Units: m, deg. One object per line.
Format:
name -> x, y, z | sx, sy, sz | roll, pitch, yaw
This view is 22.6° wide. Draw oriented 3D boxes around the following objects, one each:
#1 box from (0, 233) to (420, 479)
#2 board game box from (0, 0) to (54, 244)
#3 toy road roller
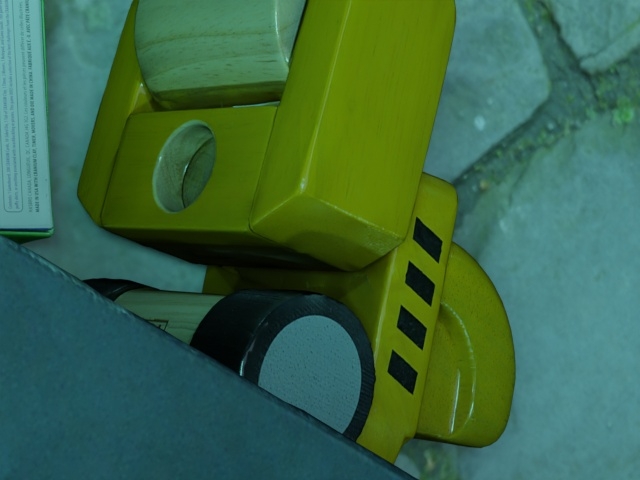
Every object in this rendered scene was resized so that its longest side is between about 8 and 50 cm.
box -> -0.235, 0.162, 0.553 | 0.480, 0.471, 0.297 | 34, 66, -36
board game box -> -0.301, -0.117, 0.833 | 0.316, 0.064, 0.242 | 0, 83, -32
toy road roller -> 0.000, 0.000, 0.934 | 0.240, 0.202, 0.329 | 20, 78, -41
